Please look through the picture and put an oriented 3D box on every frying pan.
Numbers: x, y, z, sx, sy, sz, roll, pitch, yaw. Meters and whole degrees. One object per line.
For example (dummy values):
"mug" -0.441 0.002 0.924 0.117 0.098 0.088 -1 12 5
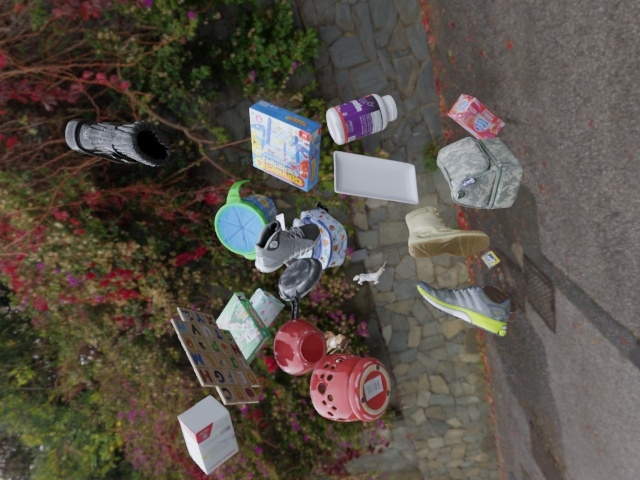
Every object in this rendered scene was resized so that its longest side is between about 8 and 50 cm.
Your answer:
"frying pan" -0.106 0.183 1.540 0.053 0.197 0.326 50 -128 -31

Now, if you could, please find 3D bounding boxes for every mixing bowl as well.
"mixing bowl" -0.047 0.341 1.354 0.098 0.181 0.181 -18 85 57

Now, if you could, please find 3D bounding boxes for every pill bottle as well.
"pill bottle" 0.203 -0.603 2.084 0.181 0.322 0.182 159 90 -83

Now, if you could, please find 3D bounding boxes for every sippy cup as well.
"sippy cup" -0.294 -0.089 1.810 0.305 0.240 0.224 -65 -3 29

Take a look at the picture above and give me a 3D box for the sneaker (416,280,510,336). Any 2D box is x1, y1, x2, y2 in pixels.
"sneaker" 0.447 0.187 1.332 0.121 0.300 0.111 -65 -19 -5

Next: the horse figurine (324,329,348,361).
"horse figurine" 0.072 0.535 2.167 0.066 0.174 0.263 42 149 -12

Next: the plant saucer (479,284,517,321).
"plant saucer" 0.621 0.212 1.488 0.168 0.168 0.029 -100 31 -56

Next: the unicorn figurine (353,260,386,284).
"unicorn figurine" 0.238 0.168 1.992 0.111 0.161 0.060 86 165 -64

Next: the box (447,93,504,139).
"box" 0.804 -0.626 2.191 0.256 0.128 0.123 26 -162 -29

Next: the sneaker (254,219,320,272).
"sneaker" -0.090 -0.015 1.185 0.086 0.228 0.132 29 142 34

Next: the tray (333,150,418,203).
"tray" 0.167 -0.185 1.294 0.030 0.270 0.145 125 148 -61

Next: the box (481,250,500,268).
"box" 0.755 0.082 1.887 0.059 0.054 0.169 54 -163 12

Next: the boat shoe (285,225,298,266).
"boat shoe" -0.180 0.041 2.209 0.130 0.132 0.355 42 161 41

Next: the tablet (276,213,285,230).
"tablet" -0.152 -0.057 1.621 0.054 0.006 0.083 -14 82 53

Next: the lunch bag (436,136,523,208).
"lunch bag" 0.619 -0.269 1.700 0.305 0.256 0.213 -93 -1 -49

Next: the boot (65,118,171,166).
"boot" -0.573 -0.303 1.344 0.348 0.260 0.131 -31 -55 -72

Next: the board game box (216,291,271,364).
"board game box" -0.328 0.380 1.609 0.046 0.317 0.213 1 -137 -50

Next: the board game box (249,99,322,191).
"board game box" -0.152 -0.403 1.822 0.086 0.308 0.302 -48 -24 -36

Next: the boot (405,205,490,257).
"boot" 0.429 -0.037 1.464 0.203 0.261 0.095 -84 -16 -51

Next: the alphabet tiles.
"alphabet tiles" -0.311 0.346 1.289 0.342 0.011 0.285 51 -173 30

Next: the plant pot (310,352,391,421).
"plant pot" 0.094 0.425 1.220 0.191 0.174 0.191 9 -104 -42

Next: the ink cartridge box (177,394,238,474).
"ink cartridge box" -0.371 0.642 1.408 0.127 0.128 0.176 15 120 44

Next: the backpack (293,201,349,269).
"backpack" 0.000 0.000 1.924 0.263 0.213 0.277 29 129 43

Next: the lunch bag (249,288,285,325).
"lunch bag" -0.341 0.393 2.367 0.160 0.223 0.262 37 176 15
